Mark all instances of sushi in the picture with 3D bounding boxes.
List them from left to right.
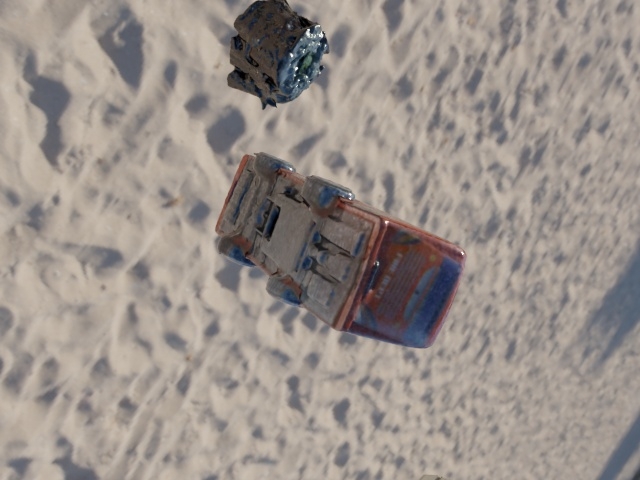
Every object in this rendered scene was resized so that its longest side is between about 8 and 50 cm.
[{"bbox_3d":[-0.048,-0.203,0.910,0.098,0.084,0.094,-46,162,-17],"label":"sushi"}]

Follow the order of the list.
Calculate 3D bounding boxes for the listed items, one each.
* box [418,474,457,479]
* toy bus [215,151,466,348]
[{"bbox_3d":[0.157,0.357,1.087,0.109,0.029,0.198,-41,-170,-25],"label":"box"},{"bbox_3d":[0.000,0.000,0.453,0.077,0.192,0.065,20,95,-25],"label":"toy bus"}]
